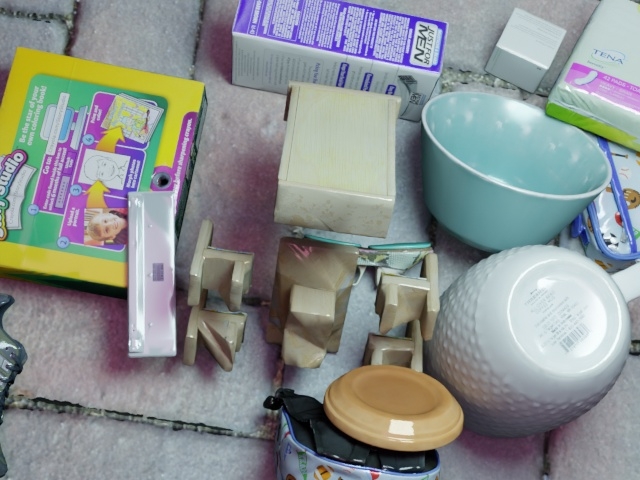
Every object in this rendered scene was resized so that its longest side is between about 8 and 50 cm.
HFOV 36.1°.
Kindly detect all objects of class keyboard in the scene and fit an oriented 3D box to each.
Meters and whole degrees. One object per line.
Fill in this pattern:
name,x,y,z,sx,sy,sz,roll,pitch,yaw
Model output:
keyboard,-0.257,0.049,1.494,0.072,0.014,0.256,0,79,-11

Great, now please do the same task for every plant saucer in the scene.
plant saucer,0.104,0.227,1.379,0.200,0.200,0.037,6,111,-3

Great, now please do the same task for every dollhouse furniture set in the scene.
dollhouse furniture set,0.000,0.000,1.481,0.362,0.394,0.256,8,41,-2

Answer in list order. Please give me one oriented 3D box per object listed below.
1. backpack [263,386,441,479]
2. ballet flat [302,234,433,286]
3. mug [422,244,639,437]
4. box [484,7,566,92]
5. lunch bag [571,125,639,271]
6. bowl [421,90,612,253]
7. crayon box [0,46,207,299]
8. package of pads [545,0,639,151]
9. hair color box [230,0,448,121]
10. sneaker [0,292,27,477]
backpack,0.048,0.338,1.413,0.277,0.263,0.213,5,90,-3
ballet flat,0.072,0.035,1.606,0.222,0.077,0.079,4,92,1
mug,0.353,0.123,1.464,0.374,0.328,0.276,-25,78,-11
box,0.356,-0.330,1.711,0.102,0.101,0.087,26,74,4
lunch bag,0.531,-0.096,1.657,0.243,0.115,0.303,-10,74,-5
bowl,0.288,-0.094,1.571,0.312,0.163,0.311,11,35,-8
crayon box,-0.372,-0.103,1.583,0.313,0.106,0.363,10,75,-1
package of pads,0.550,-0.257,1.599,0.296,0.101,0.229,25,66,13
hair color box,0.026,-0.310,1.634,0.339,0.185,0.110,13,72,-2
sneaker,-0.503,0.209,1.486,0.121,0.111,0.300,-12,78,-12
